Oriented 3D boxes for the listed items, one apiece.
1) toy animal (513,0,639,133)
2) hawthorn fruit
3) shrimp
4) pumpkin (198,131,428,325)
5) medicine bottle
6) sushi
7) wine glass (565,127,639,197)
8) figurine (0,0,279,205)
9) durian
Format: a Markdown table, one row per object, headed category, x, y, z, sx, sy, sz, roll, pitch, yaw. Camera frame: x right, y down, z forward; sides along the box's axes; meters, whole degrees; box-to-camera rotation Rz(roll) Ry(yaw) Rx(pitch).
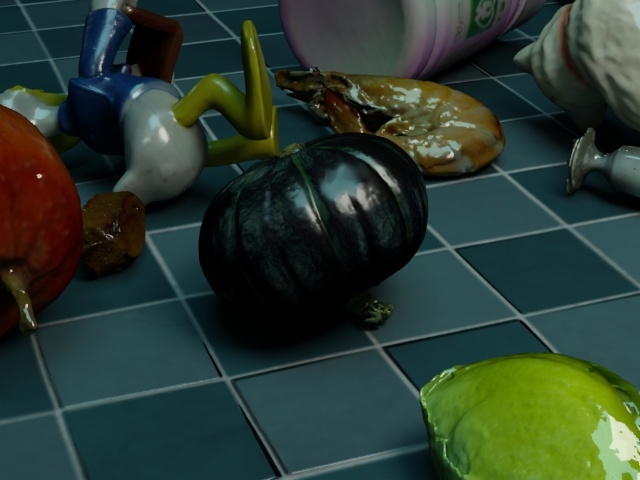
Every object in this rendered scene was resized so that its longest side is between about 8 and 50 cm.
| category | x | y | z | sx | sy | sz | roll | pitch | yaw |
| --- | --- | --- | --- | --- | --- | --- | --- | --- | --- |
| toy animal | 0.336 | -0.155 | 1.217 | 0.308 | 0.188 | 0.266 | 48 | 21 | 1 |
| hawthorn fruit | -0.272 | -0.009 | 0.901 | 0.253 | 0.205 | 0.205 | 34 | 42 | 32 |
| shrimp | 0.058 | -0.128 | 1.271 | 0.287 | 0.063 | 0.152 | 17 | 44 | 25 |
| pumpkin | -0.006 | -0.012 | 0.949 | 0.194 | 0.150 | 0.194 | 2 | 17 | -1 |
| medicine bottle | 0.123 | -0.311 | 1.447 | 0.212 | 0.212 | 0.325 | 19 | 34 | 31 |
| sushi | -0.188 | -0.008 | 1.039 | 0.055 | 0.052 | 0.120 | -15 | 30 | 8 |
| wine glass | 0.318 | -0.062 | 1.135 | 0.155 | 0.072 | 0.072 | 16 | 32 | 26 |
| figurine | -0.220 | -0.149 | 1.166 | 0.338 | 0.204 | 0.283 | -12 | 50 | 0 |
| durian | 0.149 | 0.148 | 0.714 | 0.139 | 0.101 | 0.250 | -42 | 37 | -2 |
